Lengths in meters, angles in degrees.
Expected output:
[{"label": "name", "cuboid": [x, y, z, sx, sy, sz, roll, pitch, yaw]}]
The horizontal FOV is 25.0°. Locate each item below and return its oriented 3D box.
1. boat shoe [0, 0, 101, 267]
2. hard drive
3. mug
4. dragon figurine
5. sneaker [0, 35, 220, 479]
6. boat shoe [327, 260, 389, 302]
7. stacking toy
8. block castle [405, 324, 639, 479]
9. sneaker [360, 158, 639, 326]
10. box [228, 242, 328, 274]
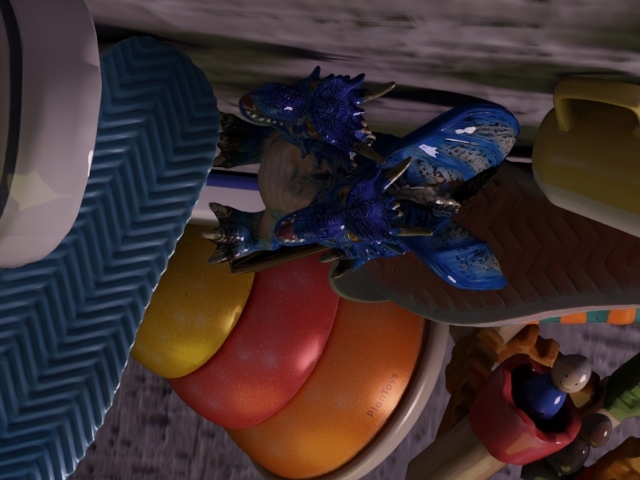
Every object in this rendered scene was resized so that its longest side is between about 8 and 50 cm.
[{"label": "boat shoe", "cuboid": [-0.161, -0.048, 0.491, 0.088, 0.096, 0.267, 1, -171, -34]}, {"label": "hard drive", "cuboid": [-0.173, -0.043, 1.300, 0.319, 0.040, 0.210, 6, 178, -2]}, {"label": "mug", "cuboid": [0.122, -0.039, 0.586, 0.064, 0.078, 0.062, 14, -144, 32]}, {"label": "dragon figurine", "cuboid": [0.044, -0.021, 0.679, 0.144, 0.085, 0.289, 4, 178, 41]}, {"label": "sneaker", "cuboid": [-0.125, 0.024, 0.568, 0.087, 0.228, 0.092, 41, 159, -31]}, {"label": "boat shoe", "cuboid": [0.079, 0.020, 1.464, 0.183, 0.065, 0.083, -16, -177, -24]}, {"label": "stacking toy", "cuboid": [-0.120, 0.057, 1.644, 0.480, 0.350, 0.351, 30, 164, -33]}, {"label": "block castle", "cuboid": [0.319, 0.208, 1.299, 0.453, 0.303, 0.213, 38, 127, -9]}, {"label": "sneaker", "cuboid": [0.159, 0.006, 0.841, 0.302, 0.108, 0.121, 2, 172, 43]}, {"label": "box", "cuboid": [0.000, 0.000, 1.385, 0.164, 0.021, 0.201, -18, 180, 2]}]
